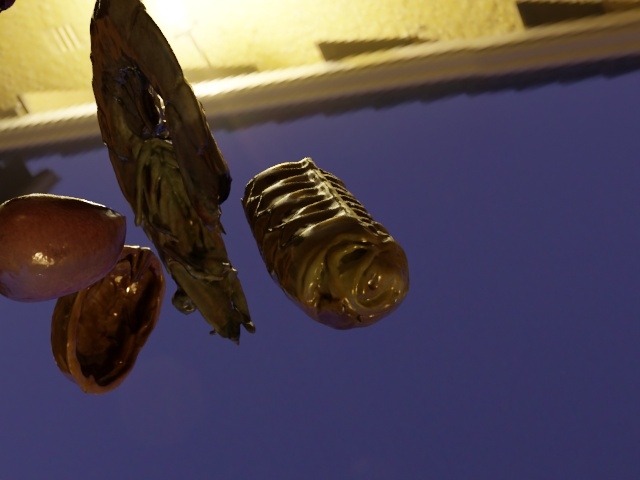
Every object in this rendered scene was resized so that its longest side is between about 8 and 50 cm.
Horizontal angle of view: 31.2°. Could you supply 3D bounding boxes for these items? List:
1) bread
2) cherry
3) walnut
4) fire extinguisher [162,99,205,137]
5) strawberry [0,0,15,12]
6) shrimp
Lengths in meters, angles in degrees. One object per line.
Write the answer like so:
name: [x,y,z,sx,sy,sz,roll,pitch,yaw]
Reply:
bread: [0.001,0.000,0.940,0.087,0.098,0.269,-55,-161,7]
cherry: [-0.230,0.006,0.955,0.126,0.106,0.087,0,-105,3]
walnut: [-0.298,0.096,1.521,0.087,0.167,0.211,11,-114,30]
fire extinguisher: [-0.188,-0.156,1.469,0.078,0.045,0.157,-32,-175,20]
strawberry: [-0.428,-0.349,1.265,0.274,0.220,0.274,-4,180,0]
shrimp: [-0.138,-0.071,1.073,0.085,0.360,0.247,-20,176,-21]
